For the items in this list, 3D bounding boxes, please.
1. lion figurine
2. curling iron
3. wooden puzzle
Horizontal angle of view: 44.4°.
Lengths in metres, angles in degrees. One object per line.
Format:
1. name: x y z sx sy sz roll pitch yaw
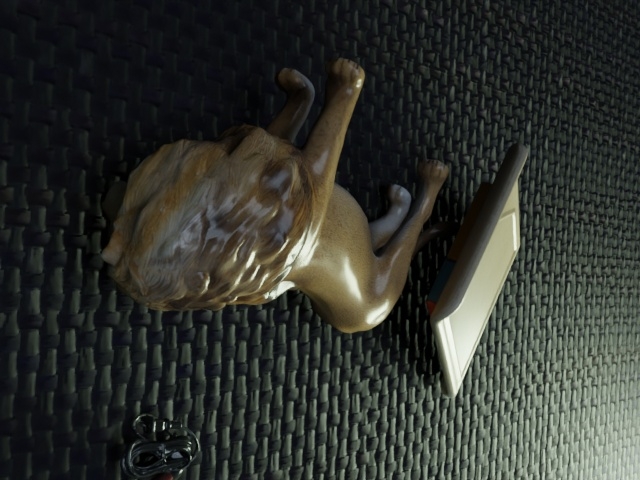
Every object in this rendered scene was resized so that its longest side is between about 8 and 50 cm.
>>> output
1. lion figurine: 0.000 0.000 0.705 0.392 0.142 0.240 34 72 -41
2. curling iron: -0.205 0.214 0.586 0.274 0.035 0.068 -29 106 -40
3. wooden puzzle: 0.171 0.038 0.875 0.221 0.044 0.239 -61 158 -23
